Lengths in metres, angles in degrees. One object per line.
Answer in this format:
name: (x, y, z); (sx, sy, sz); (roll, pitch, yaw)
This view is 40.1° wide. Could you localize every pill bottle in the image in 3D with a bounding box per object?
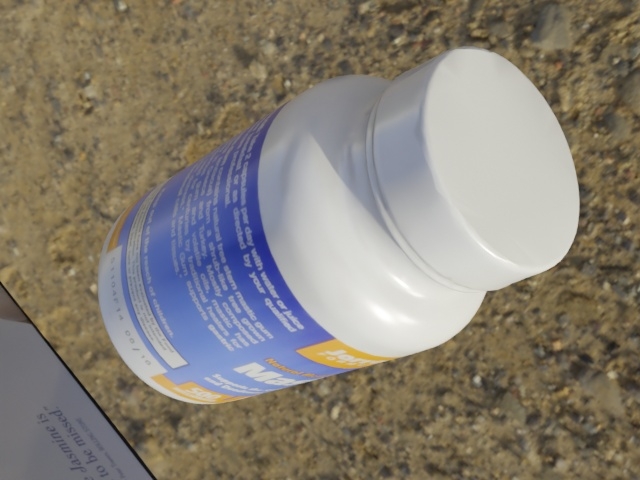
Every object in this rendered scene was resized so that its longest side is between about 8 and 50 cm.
pill bottle: (0.000, 0.000, 0.497); (0.272, 0.152, 0.152); (-23, 99, 46)

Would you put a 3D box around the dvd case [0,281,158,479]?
dvd case: (-0.193, 0.089, 0.355); (0.180, 0.253, 0.022); (45, 114, 21)
